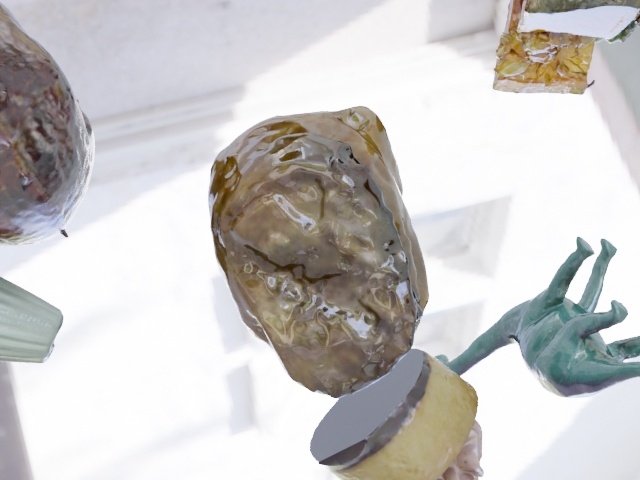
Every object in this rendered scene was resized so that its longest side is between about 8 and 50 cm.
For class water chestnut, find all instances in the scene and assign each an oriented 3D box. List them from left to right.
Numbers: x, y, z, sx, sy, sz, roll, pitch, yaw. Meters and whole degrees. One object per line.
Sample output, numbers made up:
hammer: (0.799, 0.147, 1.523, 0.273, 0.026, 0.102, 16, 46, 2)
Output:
water chestnut: (-0.427, -0.118, 1.633, 0.350, 0.302, 0.350, 53, -5, 7)

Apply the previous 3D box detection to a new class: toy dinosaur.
toy dinosaur: (0.280, 0.171, 1.812, 0.331, 0.129, 0.383, -51, -153, 22)

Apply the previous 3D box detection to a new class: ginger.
ginger: (-0.003, 0.002, 1.447, 0.223, 0.200, 0.269, -66, 137, -71)

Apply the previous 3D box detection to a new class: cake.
cake: (0.110, 0.251, 1.715, 0.178, 0.207, 0.185, 51, -23, -12)

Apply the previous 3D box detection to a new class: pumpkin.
pumpkin: (0.293, -0.267, 1.704, 0.190, 0.139, 0.281, -93, -173, -60)

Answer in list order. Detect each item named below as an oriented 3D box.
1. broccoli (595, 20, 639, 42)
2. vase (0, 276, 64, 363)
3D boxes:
broccoli: (0.333, -0.379, 1.912, 0.263, 0.243, 0.247, -25, 108, -74)
vase: (-0.422, 0.078, 1.648, 0.128, 0.248, 0.128, -163, -90, -81)
